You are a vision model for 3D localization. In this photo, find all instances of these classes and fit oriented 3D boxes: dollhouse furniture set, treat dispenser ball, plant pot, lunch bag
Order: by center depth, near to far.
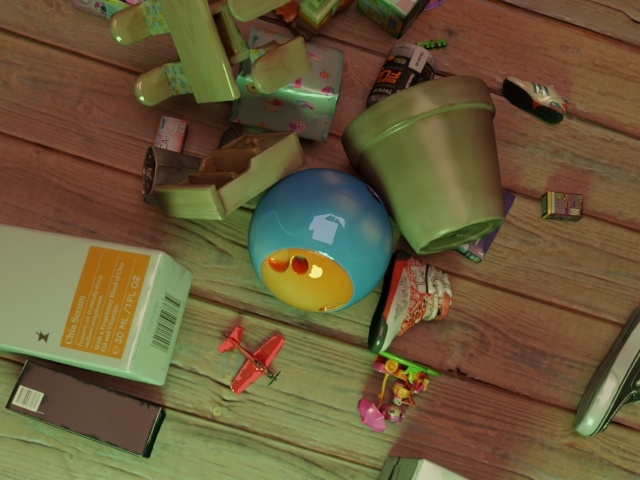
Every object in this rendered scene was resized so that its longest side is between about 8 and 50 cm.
[{"bbox_3d":[-0.222,-0.270,1.650,0.256,0.362,0.394,-38,119,-39],"label":"dollhouse furniture set"},{"bbox_3d":[0.000,0.000,1.748,0.288,0.288,0.288,2,75,-7],"label":"treat dispenser ball"},{"bbox_3d":[0.235,-0.133,1.792,0.323,0.323,0.280,-16,77,-11],"label":"plant pot"},{"bbox_3d":[-0.065,-0.352,1.898,0.223,0.160,0.262,12,43,-4],"label":"lunch bag"}]

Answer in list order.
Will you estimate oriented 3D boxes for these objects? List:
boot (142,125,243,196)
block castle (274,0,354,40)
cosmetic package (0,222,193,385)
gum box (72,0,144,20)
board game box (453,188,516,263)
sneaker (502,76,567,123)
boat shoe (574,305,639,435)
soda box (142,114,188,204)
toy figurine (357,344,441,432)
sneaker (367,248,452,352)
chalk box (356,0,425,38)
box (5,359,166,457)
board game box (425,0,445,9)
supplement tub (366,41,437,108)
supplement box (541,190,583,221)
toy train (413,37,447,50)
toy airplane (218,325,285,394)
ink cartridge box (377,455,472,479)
[{"bbox_3d":[-0.263,-0.166,1.829,0.209,0.076,0.189,10,72,-29],"label":"boot"},{"bbox_3d":[-0.050,-0.637,1.828,0.303,0.453,0.213,41,81,4],"label":"block castle"},{"bbox_3d":[-0.494,0.109,1.647,0.453,0.161,0.230,8,75,16],"label":"cosmetic package"},{"bbox_3d":[-0.457,-0.532,1.922,0.188,0.107,0.062,19,74,-2],"label":"gum box"},{"bbox_3d":[0.328,-0.057,1.931,0.141,0.048,0.170,30,74,2],"label":"board game box"},{"bbox_3d":[0.497,-0.336,2.030,0.161,0.057,0.075,32,57,3],"label":"sneaker"},{"bbox_3d":[0.655,0.284,1.845,0.119,0.121,0.335,36,72,7],"label":"boat shoe"},{"bbox_3d":[-0.328,-0.168,1.867,0.058,0.063,0.183,13,74,-4],"label":"soda box"},{"bbox_3d":[0.145,0.315,1.795,0.173,0.130,0.159,24,87,-26],"label":"toy figurine"},{"bbox_3d":[0.191,0.140,1.797,0.145,0.090,0.270,25,43,-4],"label":"sneaker"},{"bbox_3d":[0.170,-0.561,1.945,0.132,0.213,0.132,39,86,3],"label":"chalk box"},{"bbox_3d":[-0.434,0.322,1.662,0.261,0.184,0.103,20,71,-2],"label":"box"},{"bbox_3d":[0.234,-0.626,2.076,0.133,0.033,0.168,-17,78,-12],"label":"board game box"},{"bbox_3d":[0.175,-0.331,1.947,0.117,0.117,0.190,24,73,-1],"label":"supplement tub"},{"bbox_3d":[0.540,-0.076,1.965,0.083,0.043,0.055,6,74,-5],"label":"supplement box"},{"bbox_3d":[0.253,-0.454,2.042,0.083,0.017,0.023,-10,67,-10],"label":"toy train"},{"bbox_3d":[-0.145,0.235,1.803,0.151,0.028,0.151,2,76,-6],"label":"toy airplane"},{"bbox_3d":[0.230,0.503,1.637,0.223,0.307,0.129,24,76,-1],"label":"ink cartridge box"}]
